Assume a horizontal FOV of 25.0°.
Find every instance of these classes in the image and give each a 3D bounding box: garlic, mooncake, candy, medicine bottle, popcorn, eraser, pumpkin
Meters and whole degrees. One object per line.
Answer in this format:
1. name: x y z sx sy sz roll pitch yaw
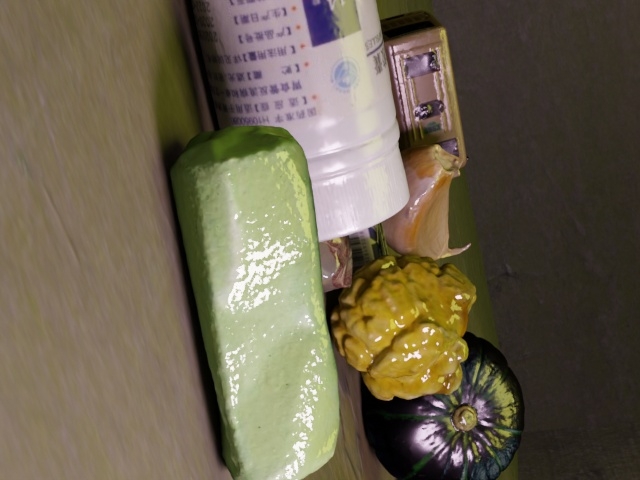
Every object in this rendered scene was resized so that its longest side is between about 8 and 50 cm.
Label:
1. garlic: 0.168 -0.053 2.445 0.245 0.164 0.145 79 0 -48
2. mooncake: 0.000 0.000 1.822 0.130 0.073 0.125 40 42 -76
3. candy: -0.062 0.060 1.385 0.142 0.132 0.344 10 -69 57
4. medicine bottle: -0.022 -0.171 1.524 0.190 0.190 0.332 -68 149 -67
5. popcorn: 0.112 0.126 2.008 0.226 0.200 0.203 -71 177 -60
6. eraser: 0.067 0.039 2.129 0.124 0.068 0.210 -81 161 -61
7. pumpkin: 0.177 0.257 2.183 0.248 0.248 0.248 -7 90 -78

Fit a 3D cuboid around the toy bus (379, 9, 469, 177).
1. toy bus: 0.168 -0.239 2.504 0.157 0.139 0.289 -126 -156 -65
